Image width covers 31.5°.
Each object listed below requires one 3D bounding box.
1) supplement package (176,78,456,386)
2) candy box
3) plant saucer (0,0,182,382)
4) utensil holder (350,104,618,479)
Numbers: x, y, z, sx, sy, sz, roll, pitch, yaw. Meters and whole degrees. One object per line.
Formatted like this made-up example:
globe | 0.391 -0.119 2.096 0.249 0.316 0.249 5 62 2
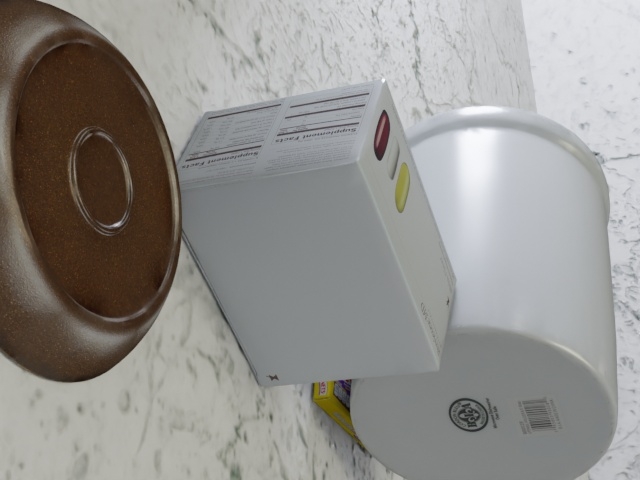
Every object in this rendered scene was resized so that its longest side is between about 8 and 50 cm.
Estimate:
supplement package | 0.000 0.000 1.141 0.145 0.204 0.262 -71 145 -48
candy box | 0.043 0.188 1.410 0.206 0.027 0.105 50 34 -52
plant saucer | -0.191 -0.044 0.907 0.310 0.050 0.311 -10 90 -68
utensil holder | 0.202 0.075 1.414 0.385 0.327 0.328 -78 150 -47
